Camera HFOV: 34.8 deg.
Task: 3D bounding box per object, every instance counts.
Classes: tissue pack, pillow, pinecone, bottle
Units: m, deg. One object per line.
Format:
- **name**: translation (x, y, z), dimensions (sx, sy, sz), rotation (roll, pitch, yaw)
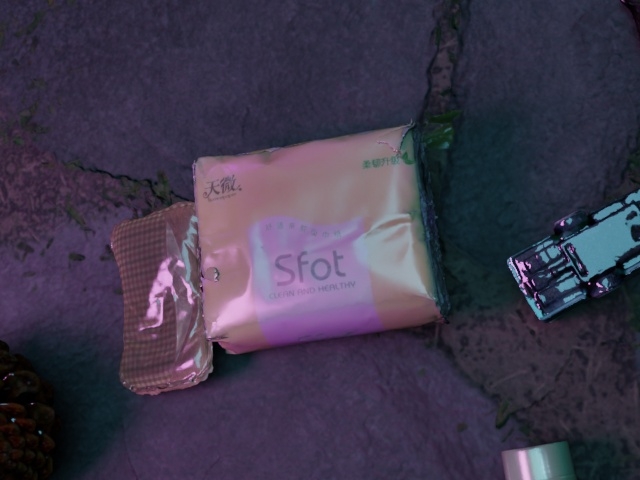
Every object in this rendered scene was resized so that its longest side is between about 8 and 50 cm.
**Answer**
- **tissue pack**: translation (0.000, 0.000, 1.097), dimensions (0.256, 0.123, 0.215), rotation (-10, 77, 17)
- **pillow**: translation (-0.178, 0.065, 1.147), dimensions (0.135, 0.034, 0.211), rotation (-14, 73, 26)
- **pinecone**: translation (-0.380, 0.194, 1.098), dimensions (0.207, 0.208, 0.208), rotation (-2, 77, 10)
- **bottle**: translation (0.231, 0.304, 1.010), dimensions (0.072, 0.072, 0.202), rotation (-11, 76, 8)

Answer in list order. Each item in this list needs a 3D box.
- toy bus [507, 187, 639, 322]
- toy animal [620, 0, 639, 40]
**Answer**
- **toy bus**: translation (0.321, -0.008, 1.044), dimensions (0.261, 0.109, 0.091), rotation (-28, 76, 6)
- **toy animal**: translation (0.377, -0.223, 1.115), dimensions (0.105, 0.070, 0.203), rotation (4, 83, 23)
